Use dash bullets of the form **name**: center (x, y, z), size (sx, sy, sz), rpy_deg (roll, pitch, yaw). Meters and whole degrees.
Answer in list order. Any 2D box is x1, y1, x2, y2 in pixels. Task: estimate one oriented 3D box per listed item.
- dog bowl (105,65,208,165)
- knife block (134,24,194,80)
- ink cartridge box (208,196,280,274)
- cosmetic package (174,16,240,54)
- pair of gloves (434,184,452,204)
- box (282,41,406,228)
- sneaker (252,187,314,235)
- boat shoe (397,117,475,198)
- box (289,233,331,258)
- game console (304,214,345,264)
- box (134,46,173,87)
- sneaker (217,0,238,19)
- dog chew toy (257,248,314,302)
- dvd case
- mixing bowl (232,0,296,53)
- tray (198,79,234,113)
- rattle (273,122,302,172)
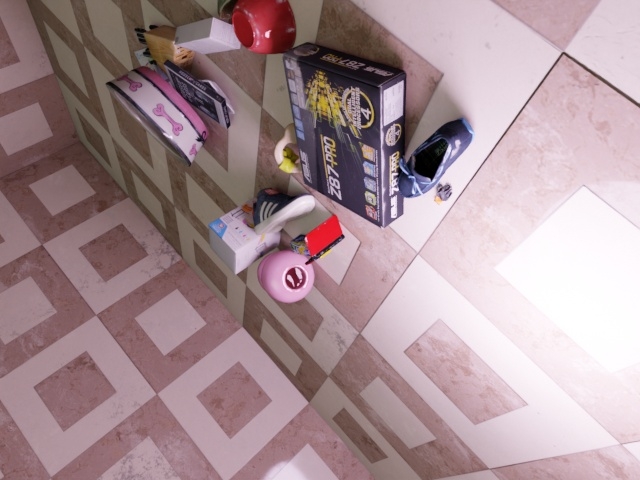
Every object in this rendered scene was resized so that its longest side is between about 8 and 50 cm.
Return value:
- **dog bowl**: center (-0.599, -0.477, 1.786), size (0.408, 0.150, 0.408), rpy_deg (42, 171, 8)
- **knife block**: center (-0.546, -0.695, 1.624), size (0.242, 0.088, 0.275), rpy_deg (53, 154, -2)
- **ink cartridge box**: center (-0.297, -0.022, 1.867), size (0.171, 0.232, 0.168), rpy_deg (43, 149, 19)
- **cosmetic package**: center (-0.334, -0.600, 1.388), size (0.239, 0.098, 0.061), rpy_deg (19, 99, 47)
- **pair of gloves**: center (0.271, -0.126, 1.106), size (0.083, 0.010, 0.074), rpy_deg (47, 152, 10)
- **box**: center (0.066, -0.259, 1.177), size (0.318, 0.097, 0.395), rpy_deg (36, 148, 36)
- **sneaker**: center (-0.149, -0.129, 1.644), size (0.350, 0.131, 0.148), rpy_deg (-24, 79, 52)
- **boat shoe**: center (0.224, -0.173, 1.028), size (0.109, 0.089, 0.258), rpy_deg (50, 149, 15)
- **box**: center (-0.038, 0.020, 1.701), size (0.168, 0.059, 0.054), rpy_deg (10, 130, 53)
- **game console**: center (0.000, 0.000, 1.527), size (0.085, 0.144, 0.124), rpy_deg (54, 153, -1)
- **box**: center (-0.661, -0.675, 1.883), size (0.145, 0.038, 0.186), rpy_deg (17, 135, 48)
- **sneaker**: center (-0.235, -0.664, 1.216), size (0.086, 0.064, 0.192), rpy_deg (63, 152, -1)
- **dog chew toy**: center (-0.158, 0.135, 1.888), size (0.207, 0.206, 0.331), rpy_deg (60, 160, -14)
- **dvd case**: center (-0.416, -0.496, 1.610), size (0.238, 0.030, 0.179), rpy_deg (35, 166, 5)
- **mixing bowl**: center (-0.158, -0.547, 1.186), size (0.181, 0.098, 0.182), rpy_deg (37, 148, 28)
- **tray**: center (-0.405, -0.513, 1.651), size (0.270, 0.030, 0.145), rpy_deg (21, 157, 46)
- **rattle**: center (-0.067, -0.310, 1.395), size (0.130, 0.143, 0.200), rpy_deg (11, 123, 8)
